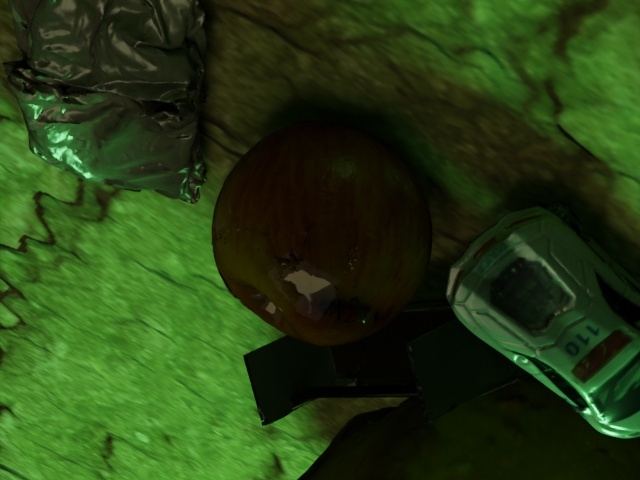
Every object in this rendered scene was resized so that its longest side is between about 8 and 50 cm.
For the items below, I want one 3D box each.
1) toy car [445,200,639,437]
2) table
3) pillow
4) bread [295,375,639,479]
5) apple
[{"bbox_3d":[0.167,0.057,0.947,0.205,0.056,0.095,39,106,-24],"label":"toy car"},{"bbox_3d":[0.063,0.075,1.030,0.146,0.175,0.062,-7,100,42],"label":"table"},{"bbox_3d":[-0.138,-0.098,0.963,0.135,0.049,0.248,16,153,4],"label":"pillow"},{"bbox_3d":[0.083,0.201,1.069,0.179,0.340,0.194,51,140,0],"label":"bread"},{"bbox_3d":[0.000,0.000,0.942,0.146,0.146,0.146,18,150,10],"label":"apple"}]
